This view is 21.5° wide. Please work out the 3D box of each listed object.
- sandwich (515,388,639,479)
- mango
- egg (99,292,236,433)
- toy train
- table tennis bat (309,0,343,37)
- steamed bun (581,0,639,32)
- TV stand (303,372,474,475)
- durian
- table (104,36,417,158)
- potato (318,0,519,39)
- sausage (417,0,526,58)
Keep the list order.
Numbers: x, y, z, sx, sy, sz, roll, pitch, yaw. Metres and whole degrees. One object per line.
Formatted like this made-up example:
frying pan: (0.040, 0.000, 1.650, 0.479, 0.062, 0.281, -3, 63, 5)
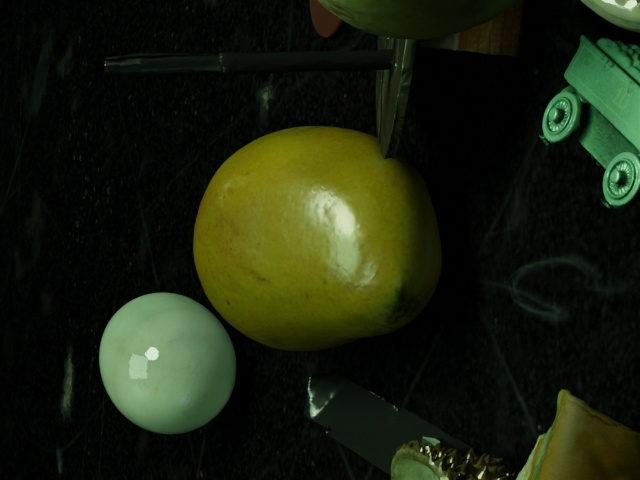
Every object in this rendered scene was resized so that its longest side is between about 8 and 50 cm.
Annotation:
sandwich: (0.224, 0.237, 1.134, 0.155, 0.227, 0.198, -66, -3, 38)
mango: (0.000, 0.000, 1.554, 0.317, 0.173, 0.211, 3, 89, 57)
egg: (-0.174, 0.135, 1.905, 0.209, 0.151, 0.151, -135, 54, -67)
toy train: (0.227, -0.082, 1.220, 0.099, 0.070, 0.172, -62, 34, 20)
table tennis bat: (0.020, -0.273, 1.725, 0.155, 0.019, 0.098, 129, 139, -53)
steamed bun: (0.235, -0.275, 0.983, 0.367, 0.255, 0.342, -156, 76, -73)
TV stand: (0.057, 0.176, 1.547, 0.256, 0.040, 0.049, 24, 107, 62)
durian: (0.123, 0.228, 1.348, 0.188, 0.091, 0.148, -177, 79, -72)
table: (-0.040, -0.261, 1.452, 0.317, 0.249, 0.317, -173, 90, -86)
potato: (0.107, -0.311, 1.224, 0.351, 0.218, 0.202, -61, 36, 12)
sausage: (0.141, -0.311, 1.402, 0.093, 0.093, 0.312, 17, 101, 63)
